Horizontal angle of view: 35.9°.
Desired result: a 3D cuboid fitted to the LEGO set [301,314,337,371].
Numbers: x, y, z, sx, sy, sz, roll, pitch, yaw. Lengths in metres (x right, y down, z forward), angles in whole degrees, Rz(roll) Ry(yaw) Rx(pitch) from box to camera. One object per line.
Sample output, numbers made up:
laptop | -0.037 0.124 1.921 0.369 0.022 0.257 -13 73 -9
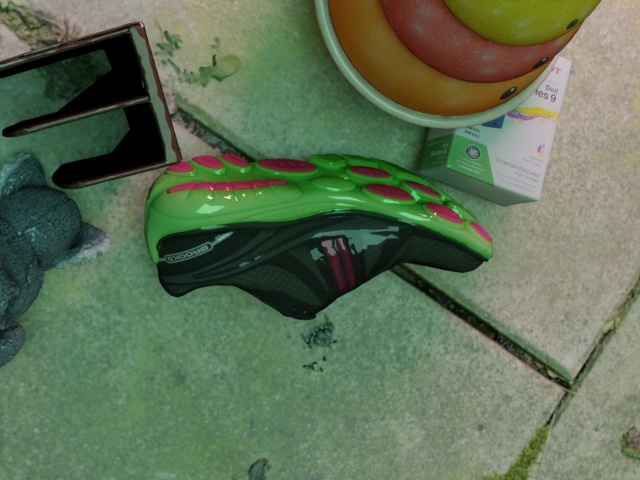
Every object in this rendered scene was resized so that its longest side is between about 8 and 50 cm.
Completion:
LEGO set | 0.002 0.149 1.409 0.054 0.023 0.083 -6 99 -16

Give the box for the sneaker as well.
sneaker | 0.000 0.000 1.335 0.483 0.185 0.202 3 119 -17

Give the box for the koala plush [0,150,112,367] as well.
koala plush | -0.376 0.011 1.201 0.196 0.203 0.221 47 58 1

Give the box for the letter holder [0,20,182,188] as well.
letter holder | -0.301 -0.141 1.132 0.214 0.302 0.152 -18 102 -14

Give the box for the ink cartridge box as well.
ink cartridge box | 0.245 -0.173 1.387 0.154 0.093 0.212 19 80 -19

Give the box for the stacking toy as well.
stacking toy | 0.203 -0.308 1.081 0.350 0.480 0.350 -1 94 -12
